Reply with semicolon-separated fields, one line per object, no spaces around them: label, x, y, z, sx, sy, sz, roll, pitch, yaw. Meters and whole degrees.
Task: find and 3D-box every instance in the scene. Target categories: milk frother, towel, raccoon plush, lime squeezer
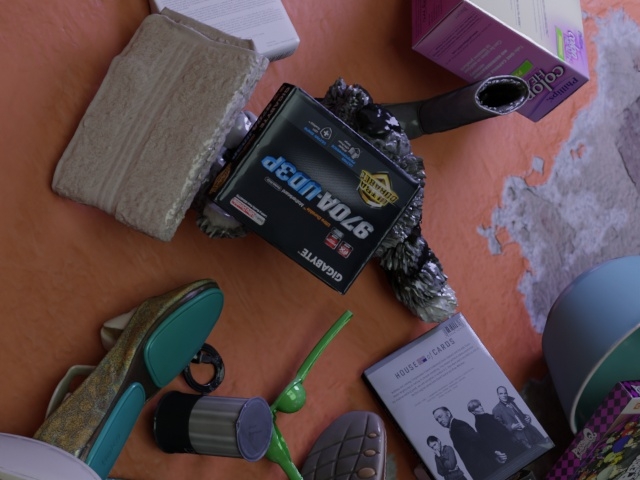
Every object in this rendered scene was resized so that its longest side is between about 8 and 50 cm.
milk frother;-0.129;0.209;1.707;0.129;0.135;0.143;-2;92;-61
towel;-0.203;-0.152;1.652;0.282;0.187;0.049;-63;157;-7
raccoon plush;0.000;0.000;1.765;0.299;0.216;0.446;-36;105;-18
lime squeezer;-0.026;0.242;1.786;0.059;0.110;0.310;34;59;-60

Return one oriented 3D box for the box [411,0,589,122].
box;0.260;-0.329;1.916;0.243;0.117;0.213;26;45;-25

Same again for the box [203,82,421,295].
box;-0.008;-0.063;1.627;0.220;0.051;0.175;37;87;-25

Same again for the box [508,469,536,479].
box;0.275;0.512;1.962;0.216;0.060;0.270;-29;102;-28

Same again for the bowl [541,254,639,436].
bowl;0.460;0.144;1.985;0.312;0.163;0.311;-22;140;-20

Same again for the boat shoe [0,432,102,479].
boat shoe;-0.401;0.276;1.503;0.319;0.116;0.099;13;99;11

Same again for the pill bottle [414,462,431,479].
pill bottle;0.206;0.297;1.919;0.086;0.086;0.152;46;67;-19

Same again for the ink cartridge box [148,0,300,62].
ink cartridge box;-0.153;-0.335;1.785;0.181;0.056;0.224;-21;79;-28

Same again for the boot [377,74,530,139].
boot;0.166;-0.177;1.850;0.190;0.208;0.076;-25;104;-27

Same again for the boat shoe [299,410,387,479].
boat shoe;0.030;0.398;1.813;0.116;0.123;0.324;41;61;-58

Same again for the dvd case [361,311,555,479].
dvd case;0.197;0.244;1.876;0.179;0.029;0.238;-30;74;-17

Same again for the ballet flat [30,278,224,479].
ballet flat;-0.252;0.164;1.653;0.123;0.123;0.348;46;55;-19

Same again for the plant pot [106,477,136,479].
plant pot;-0.234;0.455;1.580;0.272;0.272;0.255;11;98;-28

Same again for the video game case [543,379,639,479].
video game case;0.466;0.305;1.992;0.210;0.042;0.232;4;127;-40
